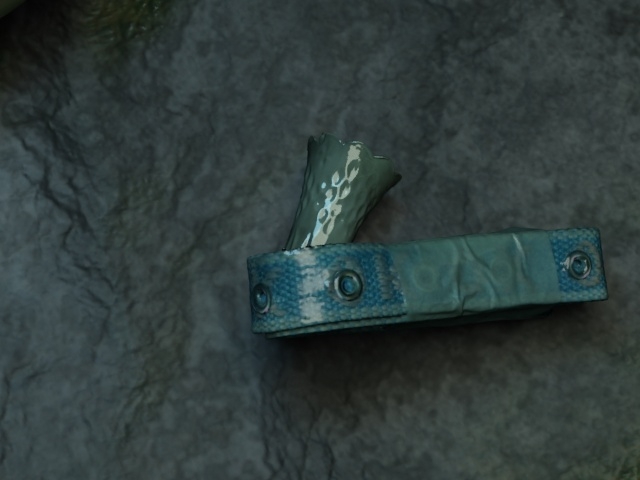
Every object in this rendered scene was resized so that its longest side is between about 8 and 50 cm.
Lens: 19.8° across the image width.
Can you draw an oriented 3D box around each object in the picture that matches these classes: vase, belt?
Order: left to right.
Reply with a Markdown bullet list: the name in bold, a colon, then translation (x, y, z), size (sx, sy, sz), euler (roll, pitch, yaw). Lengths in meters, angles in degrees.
- **vase**: translation (0.000, 0.000, 1.425), size (0.081, 0.081, 0.148), euler (22, 71, 0)
- **belt**: translation (0.085, 0.029, 1.381), size (0.302, 0.087, 0.072), euler (-4, 81, -28)

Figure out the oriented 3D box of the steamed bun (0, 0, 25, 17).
- **steamed bun**: translation (-0.346, -0.285, 1.399), size (0.312, 0.233, 0.334), euler (-41, 71, -18)
